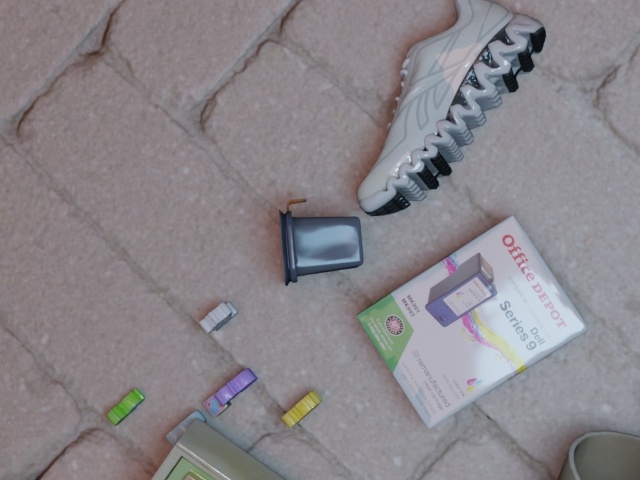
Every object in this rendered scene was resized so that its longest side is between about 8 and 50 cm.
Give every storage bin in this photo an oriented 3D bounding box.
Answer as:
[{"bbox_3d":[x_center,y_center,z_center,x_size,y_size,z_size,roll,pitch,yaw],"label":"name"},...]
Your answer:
[{"bbox_3d":[0.000,0.000,1.274,0.091,0.135,0.098,-5,87,-2],"label":"storage bin"}]

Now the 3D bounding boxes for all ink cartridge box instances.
[{"bbox_3d":[0.172,0.091,1.256,0.212,0.093,0.154,-32,83,5],"label":"ink cartridge box"}]

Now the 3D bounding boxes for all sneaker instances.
[{"bbox_3d":[0.129,-0.154,1.273,0.118,0.110,0.292,38,86,16],"label":"sneaker"}]

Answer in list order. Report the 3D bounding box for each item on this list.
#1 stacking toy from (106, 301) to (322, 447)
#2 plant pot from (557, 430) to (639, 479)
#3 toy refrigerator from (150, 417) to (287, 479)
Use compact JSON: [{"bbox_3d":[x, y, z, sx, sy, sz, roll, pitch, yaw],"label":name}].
[{"bbox_3d":[-0.131,0.201,1.323,0.221,0.052,0.167,-43,82,6],"label":"stacking toy"},{"bbox_3d":[0.319,0.387,1.162,0.256,0.256,0.274,26,110,9],"label":"plant pot"},{"bbox_3d":[-0.069,0.330,1.262,0.269,0.094,0.102,36,104,1],"label":"toy refrigerator"}]
